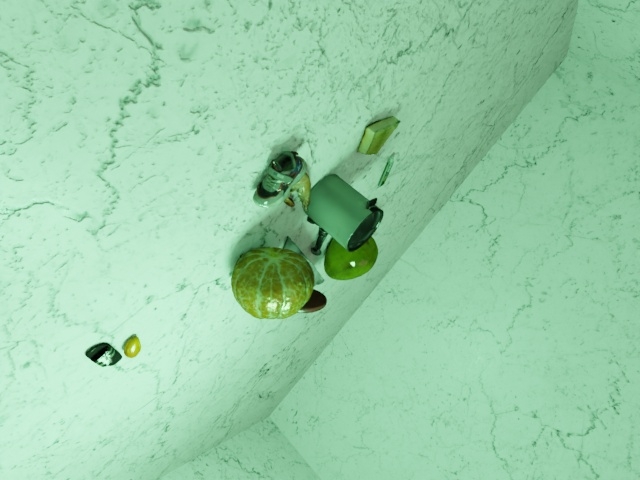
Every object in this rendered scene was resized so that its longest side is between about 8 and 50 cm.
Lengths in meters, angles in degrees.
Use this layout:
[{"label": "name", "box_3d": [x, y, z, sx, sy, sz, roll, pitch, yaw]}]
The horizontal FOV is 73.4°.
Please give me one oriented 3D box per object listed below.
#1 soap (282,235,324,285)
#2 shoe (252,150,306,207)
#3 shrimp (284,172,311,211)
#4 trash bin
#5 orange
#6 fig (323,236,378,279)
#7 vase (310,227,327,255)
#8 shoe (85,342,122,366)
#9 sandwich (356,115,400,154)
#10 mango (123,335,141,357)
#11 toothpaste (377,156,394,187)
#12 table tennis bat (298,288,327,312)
[{"label": "soap", "box_3d": [-0.069, 0.101, 1.995, 0.258, 0.159, 0.302, -19, 147, -43]}, {"label": "shoe", "box_3d": [-0.137, -0.209, 1.415, 0.227, 0.099, 0.125, -49, 167, -11]}, {"label": "shrimp", "box_3d": [-0.087, -0.175, 1.639, 0.133, 0.053, 0.236, -43, 155, -16]}, {"label": "trash bin", "box_3d": [0.095, -0.117, 1.789, 0.217, 0.262, 0.277, -24, 148, -46]}, {"label": "orange", "box_3d": [-0.184, 0.163, 1.669, 0.329, 0.329, 0.249, -24, 132, -46]}, {"label": "fig", "box_3d": [0.145, 0.093, 2.268, 0.258, 0.258, 0.326, -18, 156, -51]}, {"label": "vase", "box_3d": [0.000, 0.000, 2.092, 0.059, 0.059, 0.167, -28, 151, -40]}, {"label": "shoe", "box_3d": [-0.715, 0.397, 1.448, 0.071, 0.049, 0.179, -41, 157, -18]}, {"label": "sandwich", "box_3d": [0.241, -0.429, 1.815, 0.193, 0.058, 0.162, -32, 156, -37]}, {"label": "mango", "box_3d": [-0.664, 0.375, 1.519, 0.060, 0.046, 0.089, -13, 128, -58]}, {"label": "toothpaste", "box_3d": [0.331, -0.342, 2.163, 0.049, 0.031, 0.204, -31, 155, -32]}, {"label": "table tennis bat", "box_3d": [-0.097, 0.268, 2.139, 0.414, 0.268, 0.051, -70, 167, -76]}]
